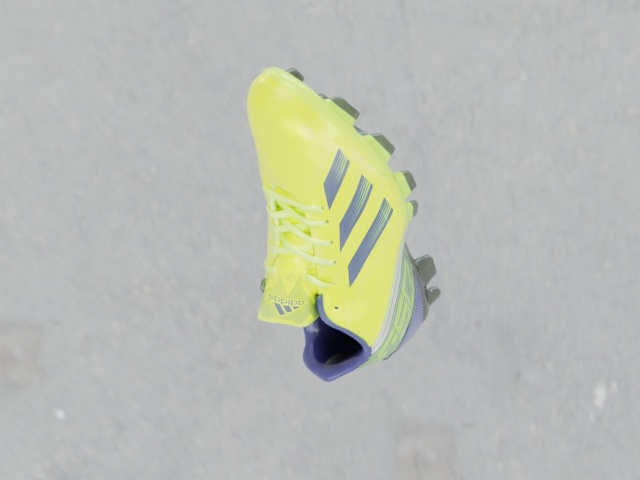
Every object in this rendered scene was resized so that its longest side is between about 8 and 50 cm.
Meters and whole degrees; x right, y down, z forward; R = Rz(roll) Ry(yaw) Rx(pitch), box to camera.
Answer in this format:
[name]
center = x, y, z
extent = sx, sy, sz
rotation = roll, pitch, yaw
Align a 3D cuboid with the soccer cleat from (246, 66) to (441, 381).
[soccer cleat]
center = 0.001, 0.001, 1.158
extent = 0.121, 0.289, 0.093
rotation = -41, 55, -11
